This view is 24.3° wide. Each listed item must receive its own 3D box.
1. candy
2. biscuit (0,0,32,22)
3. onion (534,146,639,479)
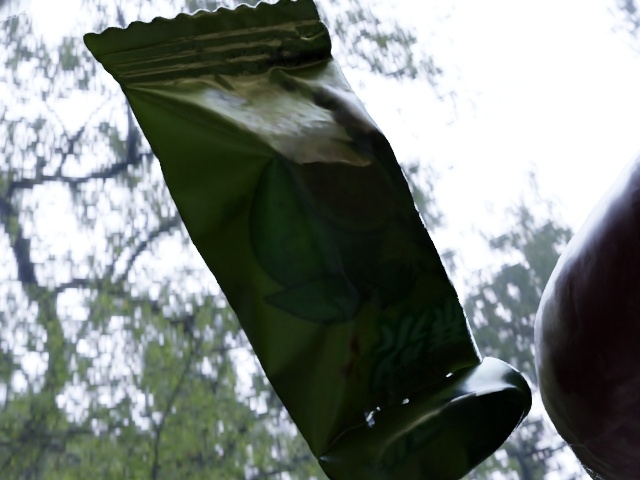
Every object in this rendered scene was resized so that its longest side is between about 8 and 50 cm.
[{"bbox_3d":[0.000,0.000,0.682,0.069,0.149,0.246,-29,-95,41],"label":"candy"},{"bbox_3d":[-0.358,-0.107,0.830,0.381,0.359,0.074,-7,-76,14],"label":"biscuit"},{"bbox_3d":[0.267,0.005,0.769,0.348,0.285,0.347,-11,-37,-9],"label":"onion"}]
